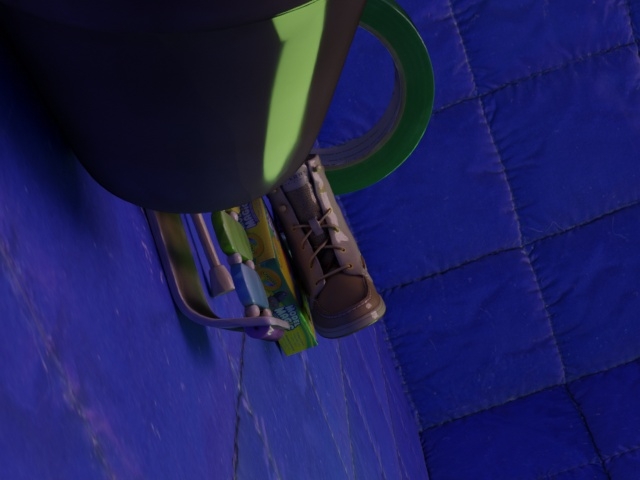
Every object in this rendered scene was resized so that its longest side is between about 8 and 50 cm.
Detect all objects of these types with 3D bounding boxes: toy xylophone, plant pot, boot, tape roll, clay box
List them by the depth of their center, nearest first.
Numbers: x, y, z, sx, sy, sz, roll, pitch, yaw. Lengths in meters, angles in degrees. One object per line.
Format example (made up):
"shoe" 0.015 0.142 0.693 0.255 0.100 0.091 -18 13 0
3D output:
"plant pot" -0.098 -0.182 0.872 0.280 0.323 0.323 91 -12 -48
"toy xylophone" -0.116 -0.049 1.210 0.236 0.081 0.323 -25 96 -86
"boot" 0.000 0.000 1.607 0.262 0.095 0.204 -108 176 -72
"clay box" -0.067 0.035 1.627 0.222 0.053 0.127 67 5 -48
"tape roll" 0.003 -0.225 1.831 0.077 0.321 0.321 -100 170 -64

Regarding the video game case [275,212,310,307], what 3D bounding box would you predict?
"video game case" -0.036 -0.005 2.218 0.232 0.041 0.210 -103 172 -53
